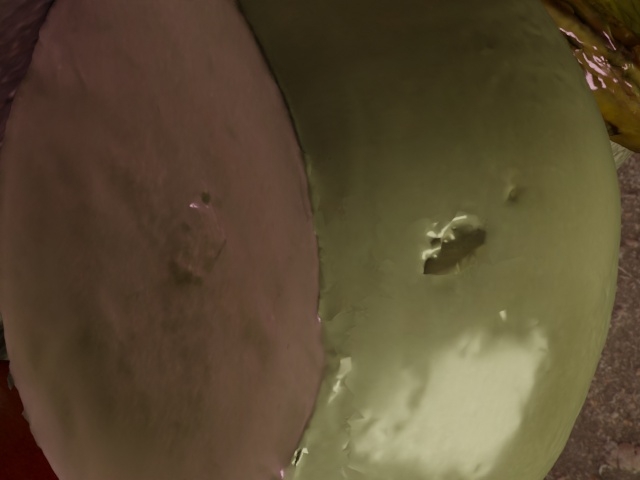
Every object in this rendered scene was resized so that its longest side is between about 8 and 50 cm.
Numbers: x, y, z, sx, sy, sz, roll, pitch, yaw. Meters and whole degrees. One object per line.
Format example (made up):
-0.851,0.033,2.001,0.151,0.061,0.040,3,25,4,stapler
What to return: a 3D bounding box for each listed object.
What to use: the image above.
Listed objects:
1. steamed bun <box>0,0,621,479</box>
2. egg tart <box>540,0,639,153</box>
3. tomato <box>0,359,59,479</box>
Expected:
0.000,0.000,0.855,0.206,0.324,0.324,-2,146,-37,steamed bun
0.179,-0.134,1.121,0.095,0.279,0.279,-44,170,28,egg tart
-0.227,0.219,1.176,0.298,0.226,0.298,-38,167,-10,tomato
